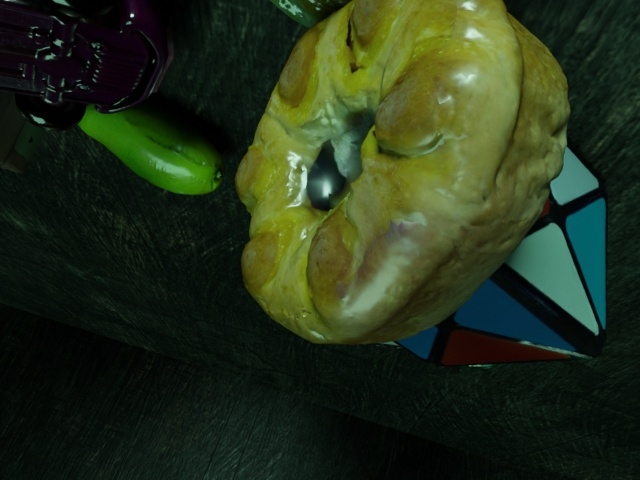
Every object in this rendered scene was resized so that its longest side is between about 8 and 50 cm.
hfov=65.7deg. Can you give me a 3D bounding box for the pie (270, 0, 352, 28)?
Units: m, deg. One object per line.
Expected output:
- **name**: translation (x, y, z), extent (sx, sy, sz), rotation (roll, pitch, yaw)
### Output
- **pie**: translation (0.035, -0.290, 0.401), extent (0.303, 0.066, 0.302), rotation (15, 150, 9)

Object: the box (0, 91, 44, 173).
- **box**: translation (-0.469, -0.218, 0.669), extent (0.216, 0.214, 0.086), rotation (16, 169, 4)

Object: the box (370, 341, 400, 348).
- **box**: translation (0.124, 0.104, 0.934), extent (0.333, 0.145, 0.173), rotation (1, 148, 30)

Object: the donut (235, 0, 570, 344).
- **donut**: translation (0.047, -0.061, 0.434), extent (0.150, 0.298, 0.317), rotation (16, 157, -34)

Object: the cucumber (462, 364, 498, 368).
- **cucumber**: translation (0.235, 0.197, 0.842), extent (0.168, 0.039, 0.039), rotation (3, 147, 22)

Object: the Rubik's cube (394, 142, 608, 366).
- **Rubik's cube**: translation (0.180, -0.002, 0.620), extent (0.248, 0.249, 0.247), rotation (33, 148, -28)

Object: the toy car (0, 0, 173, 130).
- **toy car**: translation (-0.336, -0.279, 0.512), extent (0.341, 0.240, 0.271), rotation (3, 163, -33)

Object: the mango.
- **mango**: translation (-0.258, -0.147, 0.770), extent (0.233, 0.111, 0.125), rotation (24, 146, -6)
